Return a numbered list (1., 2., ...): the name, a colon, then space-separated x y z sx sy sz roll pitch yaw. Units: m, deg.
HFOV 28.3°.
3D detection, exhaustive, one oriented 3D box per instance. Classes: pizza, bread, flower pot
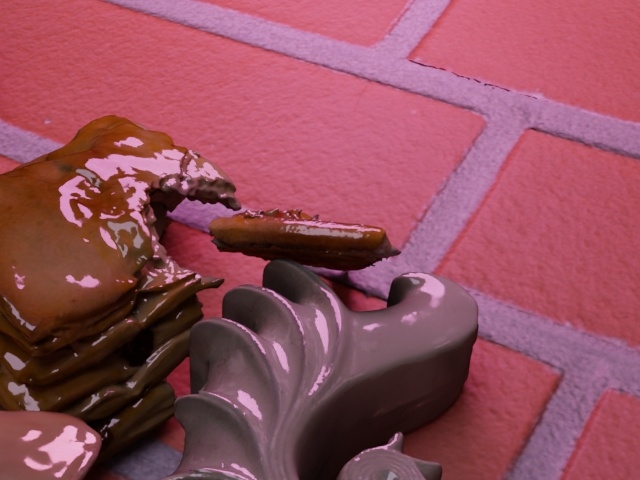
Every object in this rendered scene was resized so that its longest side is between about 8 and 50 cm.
1. pizza: 0.000 0.000 1.215 0.185 0.195 0.052 6 84 17
2. bread: -0.236 0.026 1.225 0.314 0.191 0.370 32 59 33
3. flower pot: -0.002 0.172 1.074 0.254 0.164 0.367 7 46 2

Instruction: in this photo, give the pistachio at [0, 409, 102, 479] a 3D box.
1. pistachio: -0.282 0.231 0.956 0.321 0.229 0.238 -15 20 28
